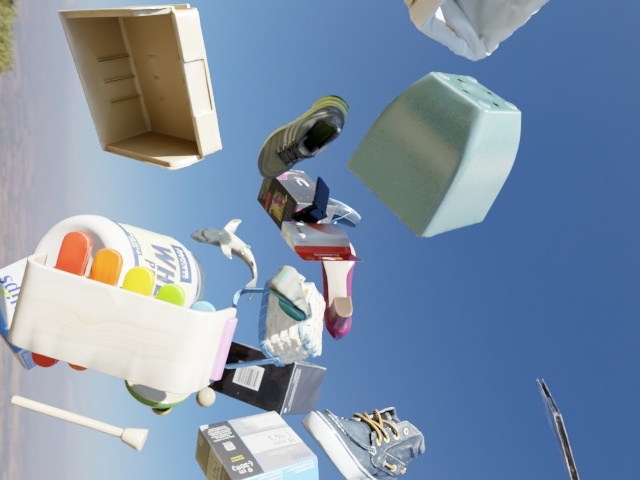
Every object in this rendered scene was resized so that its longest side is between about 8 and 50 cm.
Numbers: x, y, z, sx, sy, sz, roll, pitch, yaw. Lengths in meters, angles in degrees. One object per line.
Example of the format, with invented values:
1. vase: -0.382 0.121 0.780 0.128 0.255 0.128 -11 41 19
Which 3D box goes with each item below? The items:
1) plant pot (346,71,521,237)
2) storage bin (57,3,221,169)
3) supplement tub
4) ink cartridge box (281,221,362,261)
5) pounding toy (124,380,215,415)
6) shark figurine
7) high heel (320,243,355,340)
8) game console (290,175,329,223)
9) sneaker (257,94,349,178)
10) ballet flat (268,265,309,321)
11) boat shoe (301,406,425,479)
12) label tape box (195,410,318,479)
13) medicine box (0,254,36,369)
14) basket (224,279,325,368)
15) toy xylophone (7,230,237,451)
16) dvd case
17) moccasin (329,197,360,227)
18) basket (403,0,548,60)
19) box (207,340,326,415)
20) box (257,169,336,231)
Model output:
1. plant pot: 0.255 -0.193 0.908 0.247 0.247 0.252 50 -47 28
2. storage bin: -0.327 -0.291 0.831 0.260 0.123 0.262 19 -53 34
3. supplement tub: -0.424 0.088 0.977 0.235 0.325 0.236 -3 -100 16
4. ink cartridge box: 0.000 0.000 1.022 0.179 0.145 0.045 -142 -123 -63
5. pounding toy: -0.426 0.411 1.214 0.183 0.236 0.110 49 -62 47
6. shark figurine: -0.284 0.050 1.467 0.278 0.166 0.116 47 -40 -4
7. high heel: 0.049 0.157 1.567 0.181 0.127 0.377 105 -9 -49
8. game console: -0.024 -0.093 1.107 0.071 0.107 0.122 67 9 15
9. sneaker: -0.058 -0.252 1.147 0.300 0.111 0.121 -35 -153 29
10. ballet flat: -0.049 0.106 0.868 0.072 0.068 0.213 30 -16 16
11. boat shoe: 0.049 0.198 0.450 0.065 0.083 0.183 35 -18 45
12. label tape box: -0.141 0.584 1.119 0.333 0.240 0.106 23 -75 51
13. medicine box: -0.835 0.189 1.351 0.263 0.289 0.149 45 -39 10
14. basket: -0.139 0.245 1.283 0.201 0.288 0.255 71 20 -50
15. toy xylophone: -0.294 0.140 0.619 0.081 0.322 0.236 -73 -172 -86
16. dvd case: 0.474 0.388 0.884 0.018 0.221 0.165 -16 -95 19
17. moccasin: 0.001 -0.119 1.906 0.138 0.341 0.117 125 -14 -67
18. basket: 0.330 -0.603 0.905 0.331 0.328 0.267 -38 -109 36
19. box: -0.177 0.487 1.568 0.296 0.294 0.183 11 -103 25
20. box: -0.091 -0.137 1.579 0.270 0.165 0.143 50 -52 43
